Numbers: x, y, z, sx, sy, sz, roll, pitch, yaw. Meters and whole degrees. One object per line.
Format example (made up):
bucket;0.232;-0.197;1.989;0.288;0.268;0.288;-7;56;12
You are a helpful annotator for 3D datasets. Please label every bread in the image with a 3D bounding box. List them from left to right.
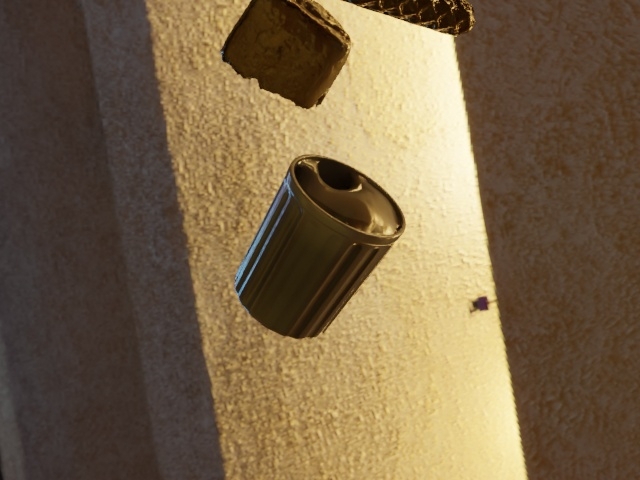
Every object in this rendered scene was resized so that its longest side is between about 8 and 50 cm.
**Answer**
bread;-0.031;-0.213;0.854;0.125;0.082;0.106;33;-63;-9
bread;0.127;-0.446;1.420;0.084;0.368;0.077;33;-68;62

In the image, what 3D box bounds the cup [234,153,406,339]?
cup;0.008;0.010;1.051;0.167;0.221;0.202;47;-59;25
